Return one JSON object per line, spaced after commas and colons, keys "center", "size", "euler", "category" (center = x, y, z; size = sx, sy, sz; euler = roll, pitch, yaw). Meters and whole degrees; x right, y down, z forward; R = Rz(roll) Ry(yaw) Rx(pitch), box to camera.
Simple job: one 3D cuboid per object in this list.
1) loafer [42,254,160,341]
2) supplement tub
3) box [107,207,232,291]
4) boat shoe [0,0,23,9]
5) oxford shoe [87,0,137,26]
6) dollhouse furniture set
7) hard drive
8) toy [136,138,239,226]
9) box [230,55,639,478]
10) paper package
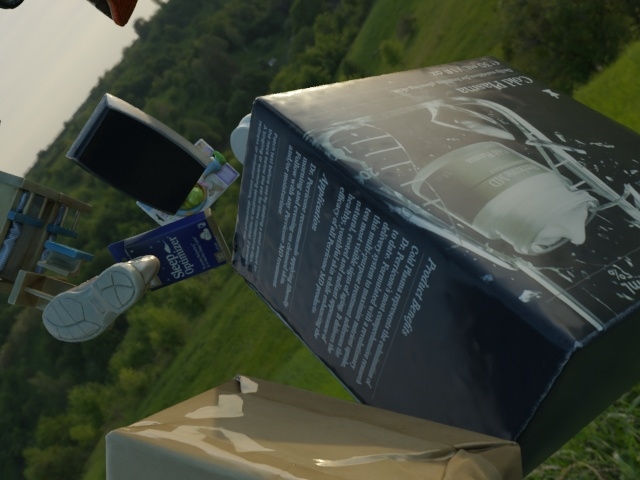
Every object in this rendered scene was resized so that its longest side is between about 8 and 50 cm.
{"center": [-0.175, 0.047, 0.517], "size": [0.125, 0.045, 0.039], "euler": [-27, 10, 33], "category": "loafer"}
{"center": [-0.119, -0.275, 1.622], "size": [0.144, 0.144, 0.199], "euler": [-24, 16, 47], "category": "supplement tub"}
{"center": [-0.313, 0.028, 1.344], "size": [0.225, 0.136, 0.036], "euler": [-20, 41, -2], "category": "box"}
{"center": [-0.397, -0.409, 0.704], "size": [0.091, 0.302, 0.114], "euler": [30, 56, 25], "category": "boat shoe"}
{"center": [-0.345, -0.414, 0.994], "size": [0.271, 0.098, 0.096], "euler": [173, 120, -84], "category": "oxford shoe"}
{"center": [-0.297, 0.013, 0.734], "size": [0.129, 0.184, 0.129], "euler": [35, -108, -71], "category": "dollhouse furniture set"}
{"center": [-0.370, -0.167, 1.325], "size": [0.172, 0.255, 0.054], "euler": [-55, 30, 5], "category": "hard drive"}
{"center": [-0.324, -0.135, 1.592], "size": [0.237, 0.137, 0.056], "euler": [-50, 8, -21], "category": "toy"}
{"center": [0.215, 0.002, 0.851], "size": [0.472, 0.480, 0.297], "euler": [43, 137, 32], "category": "box"}
{"center": [-0.011, 0.306, 0.518], "size": [0.310, 0.168, 0.324], "euler": [5, 98, 30], "category": "paper package"}
